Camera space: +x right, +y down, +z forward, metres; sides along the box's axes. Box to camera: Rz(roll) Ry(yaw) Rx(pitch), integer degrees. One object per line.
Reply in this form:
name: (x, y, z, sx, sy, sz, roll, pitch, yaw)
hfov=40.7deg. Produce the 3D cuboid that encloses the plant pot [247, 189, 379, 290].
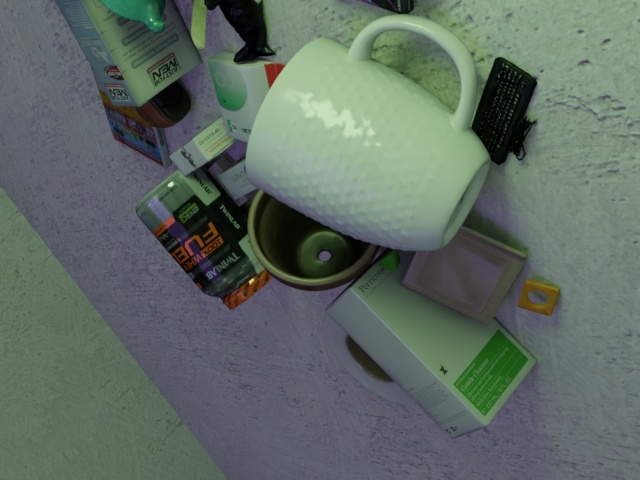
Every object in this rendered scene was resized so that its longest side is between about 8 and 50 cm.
plant pot: (0.000, 0.000, 1.737, 0.263, 0.263, 0.229, 37, 166, 17)

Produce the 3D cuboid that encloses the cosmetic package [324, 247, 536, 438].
cosmetic package: (0.214, 0.189, 1.711, 0.365, 0.197, 0.155, 45, 150, 1)

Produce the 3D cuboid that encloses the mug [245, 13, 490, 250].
mug: (0.106, -0.173, 1.370, 0.328, 0.276, 0.374, 30, 120, 15)

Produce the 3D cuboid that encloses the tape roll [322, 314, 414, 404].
tape roll: (0.142, 0.236, 1.957, 0.286, 0.100, 0.286, 32, 148, 23)

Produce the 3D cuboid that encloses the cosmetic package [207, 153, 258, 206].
cosmetic package: (-0.203, -0.140, 2.003, 0.115, 0.041, 0.060, 50, 151, -6)

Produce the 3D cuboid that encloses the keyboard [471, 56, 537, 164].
keyboard: (0.279, -0.184, 1.327, 0.100, 0.038, 0.192, 36, 150, 19)

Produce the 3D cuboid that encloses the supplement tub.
supplement tub: (-0.264, -0.012, 2.070, 0.338, 0.207, 0.207, 50, 151, -6)

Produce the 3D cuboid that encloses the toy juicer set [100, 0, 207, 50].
toy juicer set: (-0.329, -0.475, 1.579, 0.329, 0.209, 0.089, 32, 136, -10)

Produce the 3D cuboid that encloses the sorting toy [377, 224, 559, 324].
sorting toy: (0.263, 0.049, 1.576, 0.348, 0.047, 0.196, 26, 131, 7)

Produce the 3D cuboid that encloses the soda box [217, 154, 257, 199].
soda box: (-0.136, -0.155, 1.863, 0.069, 0.074, 0.216, 54, 150, -12)

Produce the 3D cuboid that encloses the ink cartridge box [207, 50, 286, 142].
ink cartridge box: (-0.115, -0.268, 1.707, 0.225, 0.056, 0.181, 23, 138, 39)

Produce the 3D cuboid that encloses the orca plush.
orca plush: (-0.180, -0.436, 1.547, 0.151, 0.102, 0.287, 29, 146, 29)

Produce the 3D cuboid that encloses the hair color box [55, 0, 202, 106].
hair color box: (-0.406, -0.472, 1.711, 0.114, 0.185, 0.374, 11, 135, 46)

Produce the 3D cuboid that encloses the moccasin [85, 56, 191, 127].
moccasin: (-0.437, -0.412, 1.895, 0.147, 0.139, 0.380, -6, 131, 45)

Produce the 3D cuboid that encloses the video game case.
video game case: (-0.472, -0.325, 2.142, 0.204, 0.025, 0.285, 29, 146, 27)

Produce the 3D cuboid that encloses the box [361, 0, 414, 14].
box: (0.069, -0.419, 1.320, 0.162, 0.029, 0.116, 26, 145, 29)

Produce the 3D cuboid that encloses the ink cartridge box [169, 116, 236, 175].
ink cartridge box: (-0.249, -0.213, 1.908, 0.061, 0.104, 0.181, 53, 149, -11)
